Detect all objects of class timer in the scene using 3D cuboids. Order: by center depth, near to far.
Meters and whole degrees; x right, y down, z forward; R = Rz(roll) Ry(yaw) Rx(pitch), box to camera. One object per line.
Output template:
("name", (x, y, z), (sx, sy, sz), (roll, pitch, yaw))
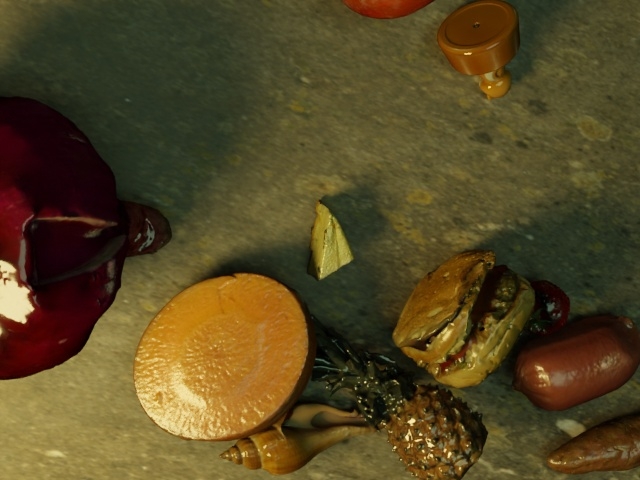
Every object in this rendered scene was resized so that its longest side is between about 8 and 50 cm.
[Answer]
("timer", (0.274, -0.294, 1.524), (0.132, 0.132, 0.152), (-34, 133, -4))

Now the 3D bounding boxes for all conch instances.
("conch", (-0.024, 0.337, 1.613), (0.330, 0.093, 0.109), (-6, 69, -34))

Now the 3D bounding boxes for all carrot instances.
("carrot", (-0.146, 0.187, 1.497), (0.307, 0.100, 0.258), (-41, 86, 3))

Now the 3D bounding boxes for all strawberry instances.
("strawberry", (0.398, 0.116, 1.658), (0.106, 0.106, 0.106), (-3, 104, -13))

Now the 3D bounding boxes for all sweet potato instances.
("sweet potato", (0.547, 0.392, 1.762), (0.251, 0.097, 0.097), (-16, 107, -6))

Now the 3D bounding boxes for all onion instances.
("onion", (-0.401, -0.018, 1.339), (0.420, 0.398, 0.398), (-23, 114, -52))

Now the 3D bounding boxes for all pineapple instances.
("pineapple", (0.105, 0.258, 1.559), (0.364, 0.165, 0.165), (37, 93, 11))

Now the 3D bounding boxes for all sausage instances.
("sausage", (0.460, 0.222, 1.671), (0.254, 0.148, 0.148), (-13, 106, -13))

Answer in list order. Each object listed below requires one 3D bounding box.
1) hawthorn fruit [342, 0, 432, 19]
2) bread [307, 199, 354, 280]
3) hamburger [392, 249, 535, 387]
("hawthorn fruit", (0.133, -0.451, 1.354), (0.271, 0.242, 0.242), (-3, 106, 13))
("bread", (0.000, 0.000, 1.531), (0.080, 0.084, 0.109), (-29, 109, -8))
("hamburger", (0.242, 0.131, 1.547), (0.163, 0.244, 0.244), (42, 91, -10))
